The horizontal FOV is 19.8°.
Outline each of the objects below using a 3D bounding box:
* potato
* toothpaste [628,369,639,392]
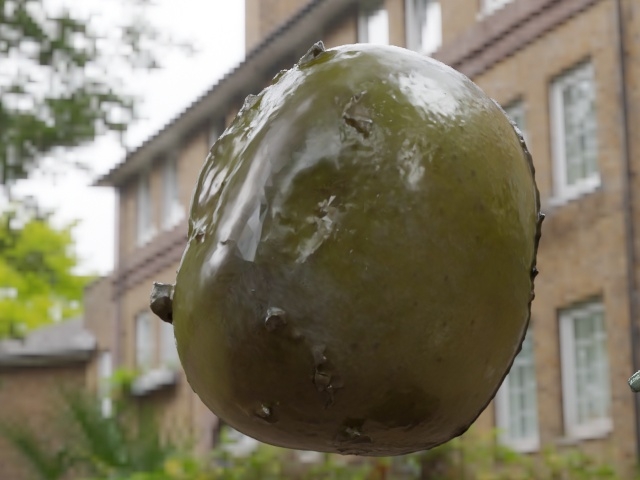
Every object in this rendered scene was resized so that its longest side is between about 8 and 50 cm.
[{"bbox_3d":[0.000,0.000,1.917,0.385,0.442,0.319,13,-4,30],"label":"potato"},{"bbox_3d":[0.384,0.075,1.690,0.233,0.060,0.038,-33,-22,9],"label":"toothpaste"}]
